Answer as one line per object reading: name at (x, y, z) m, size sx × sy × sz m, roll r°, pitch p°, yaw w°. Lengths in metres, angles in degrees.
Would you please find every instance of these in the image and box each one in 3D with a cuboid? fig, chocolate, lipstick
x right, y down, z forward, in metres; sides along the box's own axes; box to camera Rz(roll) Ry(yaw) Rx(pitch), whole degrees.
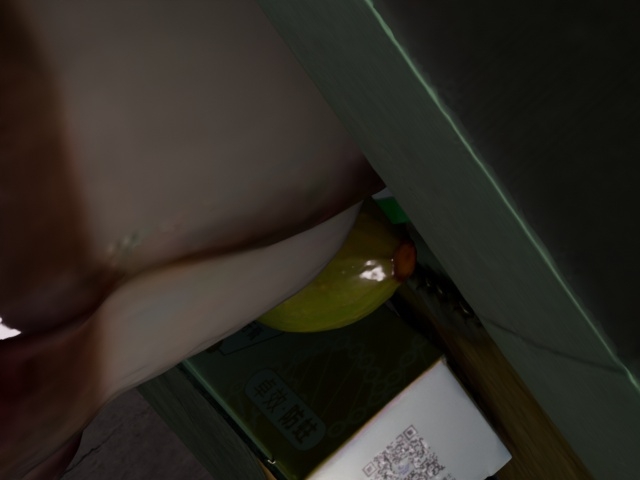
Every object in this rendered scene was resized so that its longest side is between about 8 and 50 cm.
fig at (0.000, 0.000, 0.756) m, size 0.088 × 0.074 × 0.074 m, roll 16°, pitch 148°, yaw 43°
chocolate at (-0.094, -0.071, 0.533) m, size 0.283 × 0.186 × 0.283 m, roll 42°, pitch 147°, yaw 37°
lipstick at (0.108, 0.046, 0.418) m, size 0.371 × 0.076 × 0.080 m, roll 54°, pitch 170°, yaw -15°

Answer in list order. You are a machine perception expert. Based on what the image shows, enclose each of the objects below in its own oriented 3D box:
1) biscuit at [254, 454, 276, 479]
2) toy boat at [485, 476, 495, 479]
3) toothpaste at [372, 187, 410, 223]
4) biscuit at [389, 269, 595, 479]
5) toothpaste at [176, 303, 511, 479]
biscuit at (-0.018, 0.132, 1.121) m, size 0.160 × 0.030 × 0.249 m, roll -118°, pitch 6°, yaw -46°
toy boat at (0.026, 0.092, 1.041) m, size 0.318 × 0.072 × 0.219 m, roll 55°, pitch 177°, yaw 35°
toothpaste at (0.042, -0.033, 0.538) m, size 0.043 × 0.037 × 0.178 m, roll 51°, pitch 170°, yaw -7°
biscuit at (0.112, 0.115, 0.787) m, size 0.237 × 0.013 × 0.232 m, roll 58°, pitch 169°, yaw -21°
toothpaste at (-0.026, 0.042, 0.918) m, size 0.071 × 0.089 × 0.313 m, roll 51°, pitch 174°, yaw -30°
